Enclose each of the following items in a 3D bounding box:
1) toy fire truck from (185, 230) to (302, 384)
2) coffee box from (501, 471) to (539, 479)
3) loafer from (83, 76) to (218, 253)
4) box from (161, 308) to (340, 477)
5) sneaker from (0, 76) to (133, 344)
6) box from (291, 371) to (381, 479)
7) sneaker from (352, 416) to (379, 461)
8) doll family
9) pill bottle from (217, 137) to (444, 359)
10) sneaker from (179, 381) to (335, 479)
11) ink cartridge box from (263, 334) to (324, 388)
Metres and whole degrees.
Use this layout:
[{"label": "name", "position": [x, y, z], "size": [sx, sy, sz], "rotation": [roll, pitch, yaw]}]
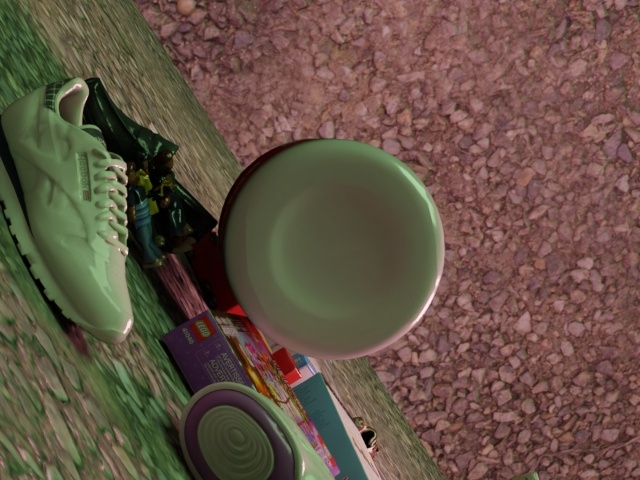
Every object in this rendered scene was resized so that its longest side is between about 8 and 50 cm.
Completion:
[{"label": "toy fire truck", "position": [-0.097, 0.085, 2.256], "size": [0.135, 0.047, 0.192], "rotation": [56, 3, -48]}, {"label": "coffee box", "position": [0.184, 0.409, 1.869], "size": [0.119, 0.168, 0.297], "rotation": [69, 7, -57]}, {"label": "loafer", "position": [-0.197, -0.092, 2.075], "size": [0.223, 0.078, 0.076], "rotation": [59, 3, -6]}, {"label": "box", "position": [-0.064, 0.170, 1.857], "size": [0.201, 0.057, 0.293], "rotation": [60, 3, 5]}, {"label": "sneaker", "position": [-0.189, -0.026, 1.428], "size": [0.235, 0.094, 0.090], "rotation": [62, 3, 27]}, {"label": "box", "position": [0.028, 0.277, 2.267], "size": [0.100, 0.060, 0.244], "rotation": [57, 4, -36]}, {"label": "sneaker", "position": [0.053, 0.287, 2.473], "size": [0.066, 0.071, 0.188], "rotation": [60, 4, 24]}, {"label": "doll family", "position": [-0.177, -0.044, 1.930], "size": [0.193, 0.076, 0.111], "rotation": [-128, -155, -75]}, {"label": "pill bottle", "position": [0.000, 0.000, 2.052], "size": [0.229, 0.229, 0.407], "rotation": [59, -3, -5]}, {"label": "sneaker", "position": [-0.003, 0.247, 1.558], "size": [0.305, 0.114, 0.152], "rotation": [59, 4, 4]}, {"label": "ink cartridge box", "position": [-0.036, 0.164, 2.431], "size": [0.088, 0.052, 0.122], "rotation": [56, 3, -39]}]
